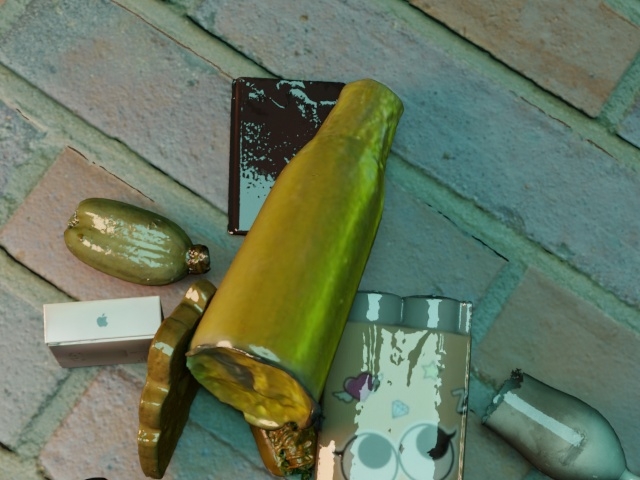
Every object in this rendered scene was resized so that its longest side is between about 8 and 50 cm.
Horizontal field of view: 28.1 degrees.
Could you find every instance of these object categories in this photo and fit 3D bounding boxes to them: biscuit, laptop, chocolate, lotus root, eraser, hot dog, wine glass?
[{"bbox_3d":[-0.167,0.158,1.447,0.041,0.212,0.238,19,100,7],"label":"biscuit"},{"bbox_3d":[-0.038,-0.103,1.606,0.154,0.026,0.207,2,75,-6],"label":"laptop"},{"bbox_3d":[0.000,0.000,1.479,0.162,0.162,0.445,23,57,2],"label":"chocolate"},{"bbox_3d":[-0.217,0.007,1.531,0.183,0.077,0.090,16,81,4],"label":"lotus root"},{"bbox_3d":[0.084,0.209,1.490,0.171,0.087,0.290,5,74,2],"label":"eraser"},{"bbox_3d":[-0.053,0.196,1.502,0.072,0.055,0.188,-20,76,-11],"label":"hot dog"},{"bbox_3d":[0.301,0.241,1.490,0.222,0.103,0.103,32,74,5],"label":"wine glass"}]

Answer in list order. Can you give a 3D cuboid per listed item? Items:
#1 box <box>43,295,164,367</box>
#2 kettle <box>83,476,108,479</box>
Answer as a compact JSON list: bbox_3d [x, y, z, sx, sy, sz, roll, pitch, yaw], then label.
[{"bbox_3d":[-0.245,0.107,1.473,0.129,0.130,0.051,-4,73,-5],"label":"box"},{"bbox_3d":[-0.186,0.394,1.324,0.207,0.271,0.250,18,75,1],"label":"kettle"}]
